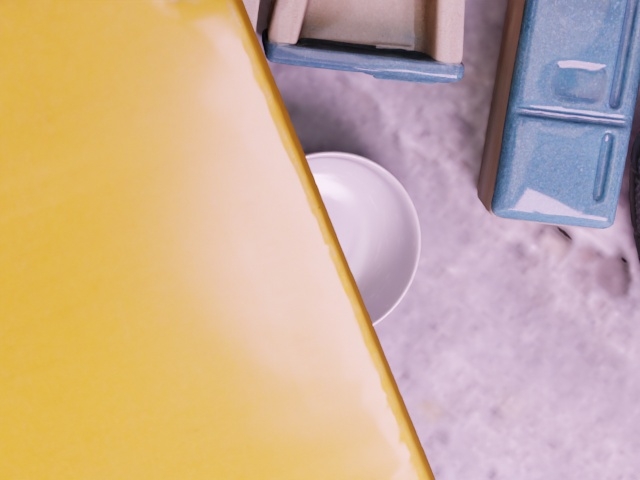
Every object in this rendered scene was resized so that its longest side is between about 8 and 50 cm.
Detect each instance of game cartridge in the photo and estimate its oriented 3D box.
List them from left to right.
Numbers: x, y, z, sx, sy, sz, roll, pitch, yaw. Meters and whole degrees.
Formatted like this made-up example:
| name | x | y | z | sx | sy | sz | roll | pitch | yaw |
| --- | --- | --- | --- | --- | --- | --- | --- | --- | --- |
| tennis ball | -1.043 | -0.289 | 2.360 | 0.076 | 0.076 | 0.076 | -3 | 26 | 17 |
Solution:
| name | x | y | z | sx | sy | sz | roll | pitch | yaw |
| --- | --- | --- | --- | --- | --- | --- | --- | --- | --- |
| game cartridge | -0.144 | 0.057 | 0.506 | 0.324 | 0.052 | 0.285 | -20 | 126 | 2 |

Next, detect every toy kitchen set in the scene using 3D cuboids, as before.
| name | x | y | z | sx | sy | sz | roll | pitch | yaw |
| --- | --- | --- | --- | --- | --- | --- | --- | --- | --- |
| toy kitchen set | 0.032 | -0.060 | 0.567 | 0.207 | 0.166 | 0.122 | 6 | 105 | -6 |

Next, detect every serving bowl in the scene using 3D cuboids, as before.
| name | x | y | z | sx | sy | sz | roll | pitch | yaw |
| --- | --- | --- | --- | --- | --- | --- | --- | --- | --- |
| serving bowl | 0.000 | 0.000 | 0.648 | 0.083 | 0.027 | 0.083 | -3 | 105 | -12 |

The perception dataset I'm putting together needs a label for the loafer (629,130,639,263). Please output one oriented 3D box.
| name | x | y | z | sx | sy | sz | roll | pitch | yaw |
| --- | --- | --- | --- | --- | --- | --- | --- | --- | --- |
| loafer | 0.212 | 0.050 | 0.660 | 0.084 | 0.096 | 0.267 | -30 | 112 | -17 |
